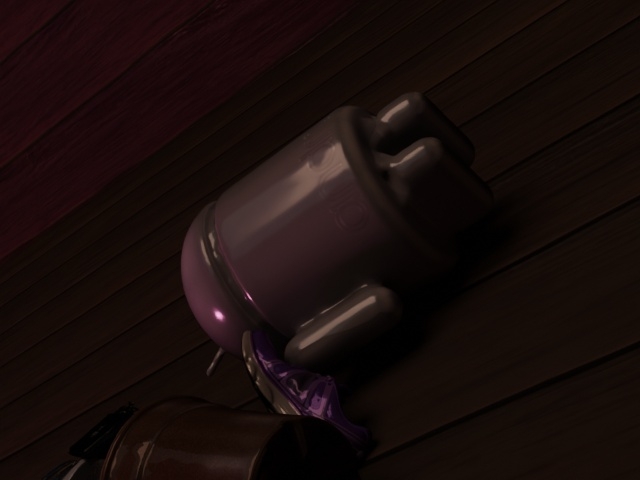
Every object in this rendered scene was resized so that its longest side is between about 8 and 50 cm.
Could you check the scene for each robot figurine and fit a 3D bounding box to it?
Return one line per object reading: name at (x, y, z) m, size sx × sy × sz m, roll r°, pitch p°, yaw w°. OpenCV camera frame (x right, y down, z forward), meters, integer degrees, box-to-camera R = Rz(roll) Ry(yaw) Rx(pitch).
robot figurine at (0.000, 0.000, 1.143) m, size 0.353 × 0.200 × 0.300 m, roll -36°, pitch 38°, yaw 20°

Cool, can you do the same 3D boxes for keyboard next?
keyboard at (-0.259, 0.244, 1.381) m, size 0.100 × 0.038 × 0.192 m, roll -41°, pitch 6°, yaw -18°

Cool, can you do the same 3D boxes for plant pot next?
plant pot at (-0.064, 0.206, 0.902) m, size 0.165 × 0.167 × 0.167 m, roll -11°, pitch 35°, yaw 44°

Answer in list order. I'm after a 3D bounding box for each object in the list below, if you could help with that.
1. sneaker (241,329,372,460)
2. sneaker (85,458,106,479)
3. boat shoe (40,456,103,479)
sneaker at (-0.013, 0.141, 1.011) m, size 0.071 × 0.068 × 0.170 m, roll -34°, pitch 56°, yaw -13°
sneaker at (-0.178, 0.311, 1.019) m, size 0.087 × 0.130 × 0.227 m, roll -109°, pitch 40°, yaw -65°
boat shoe at (-0.322, 0.327, 1.293) m, size 0.183 × 0.065 × 0.083 m, roll -46°, pitch 16°, yaw -33°
